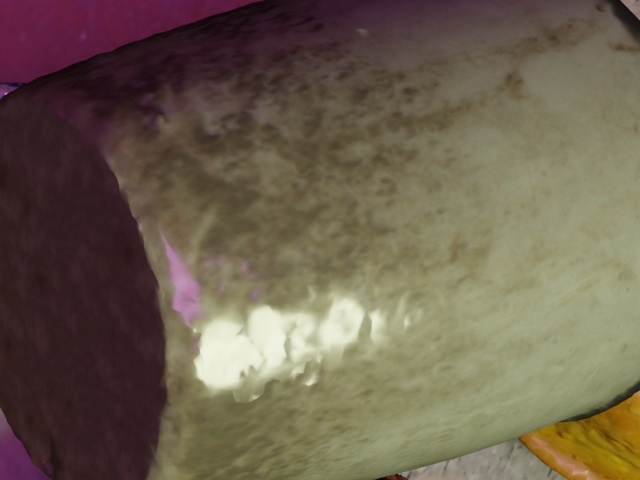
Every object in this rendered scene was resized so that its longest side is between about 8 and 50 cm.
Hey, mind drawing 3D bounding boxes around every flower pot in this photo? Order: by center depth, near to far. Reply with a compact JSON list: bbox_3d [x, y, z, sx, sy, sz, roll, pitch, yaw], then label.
[{"bbox_3d":[0.000,0.000,0.760,0.330,0.293,0.294,-15,95,-39],"label":"flower pot"}]

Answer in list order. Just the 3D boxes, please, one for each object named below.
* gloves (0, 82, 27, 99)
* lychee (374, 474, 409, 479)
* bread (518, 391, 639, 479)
[{"bbox_3d":[-0.167,-0.045,0.858,0.229,0.097,0.119,30,108,-25],"label":"gloves"},{"bbox_3d":[-0.039,0.229,0.835,0.271,0.271,0.271,0,90,-18],"label":"lychee"},{"bbox_3d":[0.305,0.072,0.946,0.340,0.194,0.179,-31,76,-18],"label":"bread"}]
